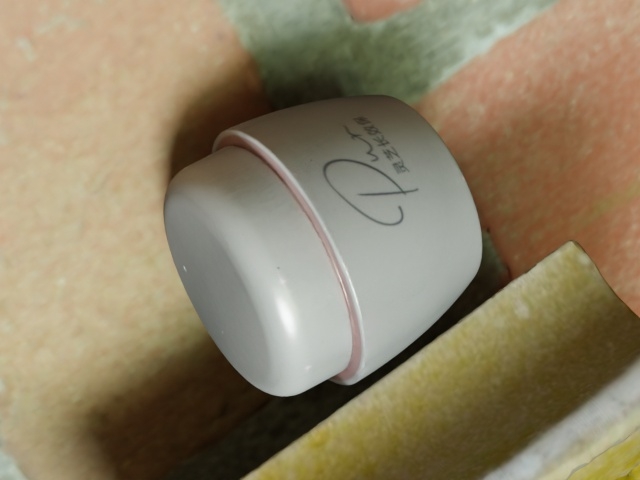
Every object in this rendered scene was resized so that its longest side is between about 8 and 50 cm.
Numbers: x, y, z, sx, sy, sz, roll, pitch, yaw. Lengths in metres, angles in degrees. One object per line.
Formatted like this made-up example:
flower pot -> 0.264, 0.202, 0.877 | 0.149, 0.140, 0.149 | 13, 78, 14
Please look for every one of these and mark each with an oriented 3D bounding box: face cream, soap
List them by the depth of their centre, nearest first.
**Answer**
face cream -> 0.000, 0.000, 0.579 | 0.104, 0.117, 0.117 | -28, 129, -20
soap -> 0.037, 0.151, 0.646 | 0.281, 0.143, 0.259 | -33, 153, -6
